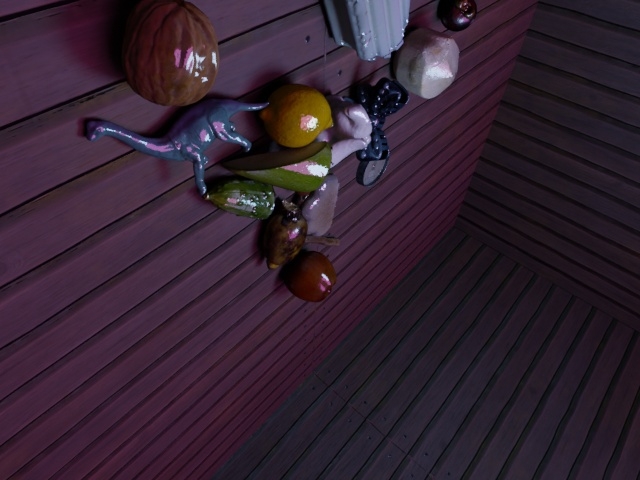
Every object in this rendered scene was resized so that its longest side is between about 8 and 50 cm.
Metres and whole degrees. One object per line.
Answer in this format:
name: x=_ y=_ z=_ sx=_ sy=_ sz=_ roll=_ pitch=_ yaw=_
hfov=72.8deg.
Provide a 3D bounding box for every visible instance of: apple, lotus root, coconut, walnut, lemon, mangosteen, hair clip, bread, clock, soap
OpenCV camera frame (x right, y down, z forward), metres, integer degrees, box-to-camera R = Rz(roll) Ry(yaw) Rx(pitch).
apple: x=-0.040 y=0.161 z=1.962 sx=0.234 sy=0.234 sz=0.234 roll=-41 pitch=151 yaw=-28
lotus root: x=-0.137 y=-0.007 z=1.671 sx=0.169 sy=0.141 sz=0.314 roll=-18 pitch=137 yaw=-46
coconut: x=0.428 y=-0.697 z=1.706 sx=0.245 sy=0.247 sz=0.245 roll=-39 pitch=149 yaw=-29
walnut: x=-0.306 y=-0.376 z=0.885 sx=0.213 sy=0.213 sz=0.213 roll=-41 pitch=151 yaw=-28
lemon: x=-0.071 y=-0.371 z=1.295 sx=0.244 sy=0.187 sz=0.187 roll=-6 pitch=130 yaw=-29
mangosteen: x=0.562 y=-0.933 z=1.762 sx=0.152 sy=0.152 sz=0.152 roll=-41 pitch=151 yaw=-28
hair clip: x=0.192 y=-0.459 z=1.636 sx=0.194 sy=0.206 sz=0.310 roll=-21 pitch=134 yaw=-59
bread: x=-0.028 y=-0.129 z=1.772 sx=0.183 sy=0.102 sz=0.337 roll=-34 pitch=150 yaw=-31
clock: x=0.251 y=-0.353 z=2.053 sx=0.215 sy=0.042 sz=0.215 roll=-40 pitch=151 yaw=-29
soap: x=0.135 y=-0.730 z=1.258 sx=0.261 sy=0.156 sz=0.446 roll=-52 pitch=154 yaw=-8

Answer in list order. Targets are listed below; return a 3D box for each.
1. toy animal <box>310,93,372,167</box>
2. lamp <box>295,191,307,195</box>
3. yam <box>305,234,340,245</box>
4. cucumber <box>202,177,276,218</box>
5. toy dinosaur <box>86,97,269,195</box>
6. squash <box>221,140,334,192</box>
toy animal: x=0.027 y=-0.341 z=1.474 sx=0.265 sy=0.272 sz=0.206 roll=-40 pitch=128 yaw=-3
lamp: x=-0.062 y=-0.215 z=1.615 sx=0.101 sy=0.090 sz=0.101 roll=-160 pitch=-90 yaw=-79
yam: x=0.000 y=0.000 z=2.039 sx=0.045 sy=0.045 sz=0.327 roll=-31 pitch=163 yaw=25
cucumber: x=-0.260 y=-0.133 z=1.338 sx=0.244 sy=0.134 sz=0.134 roll=-3 pitch=124 yaw=-53
toy dinosaur: x=-0.323 y=-0.304 z=1.059 sx=0.383 sy=0.129 sz=0.331 roll=-53 pitch=146 yaw=-7
squash: x=-0.117 y=-0.238 z=1.302 sx=0.288 sy=0.111 sz=0.203 roll=17 pitch=118 yaw=-34
